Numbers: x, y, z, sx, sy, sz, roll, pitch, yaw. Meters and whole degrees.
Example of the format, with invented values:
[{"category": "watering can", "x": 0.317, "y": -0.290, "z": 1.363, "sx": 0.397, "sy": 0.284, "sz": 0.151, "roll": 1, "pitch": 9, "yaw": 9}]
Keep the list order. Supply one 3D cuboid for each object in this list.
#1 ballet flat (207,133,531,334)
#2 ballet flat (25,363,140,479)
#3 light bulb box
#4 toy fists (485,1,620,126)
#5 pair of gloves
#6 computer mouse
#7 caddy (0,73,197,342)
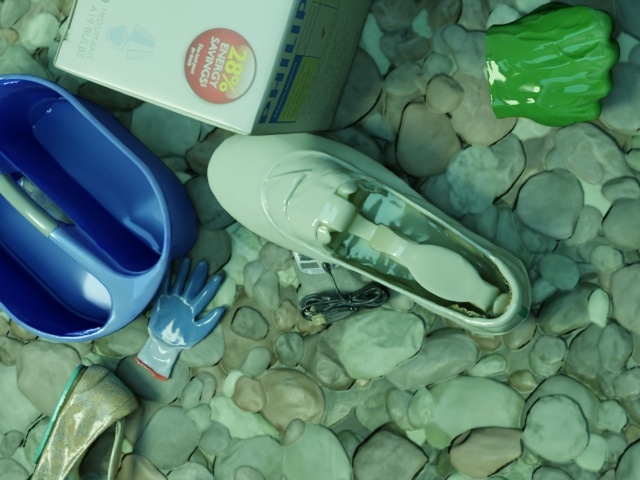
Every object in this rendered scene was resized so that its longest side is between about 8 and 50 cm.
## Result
[{"category": "ballet flat", "x": 0.059, "y": -0.014, "z": 1.759, "sx": 0.400, "sy": 0.139, "sz": 0.139, "roll": 28, "pitch": 101, "yaw": 0}, {"category": "ballet flat", "x": -0.315, "y": 0.302, "z": 1.923, "sx": 0.106, "sy": 0.107, "sz": 0.316, "roll": 29, "pitch": 104, "yaw": 1}, {"category": "light bulb box", "x": -0.073, "y": -0.311, "z": 1.680, "sx": 0.225, "sy": 0.361, "sz": 0.358, "roll": 20, "pitch": 99, "yaw": 11}, {"category": "toy fists", "x": 0.258, "y": -0.265, "z": 1.742, "sx": 0.142, "sy": 0.096, "sz": 0.279, "roll": -2, "pitch": 96, "yaw": 24}, {"category": "pair of gloves", "x": -0.217, "y": 0.066, "z": 1.920, "sx": 0.198, "sy": 0.023, "sz": 0.159, "roll": 33, "pitch": 101, "yaw": 9}, {"category": "computer mouse", "x": 0.000, "y": 0.000, "z": 1.852, "sx": 0.106, "sy": 0.042, "sz": 0.193, "roll": -21, "pitch": 92, "yaw": 13}, {"category": "caddy", "x": -0.309, "y": -0.037, "z": 1.841, "sx": 0.341, "sy": 0.179, "sz": 0.241, "roll": 42, "pitch": 99, "yaw": 12}]
